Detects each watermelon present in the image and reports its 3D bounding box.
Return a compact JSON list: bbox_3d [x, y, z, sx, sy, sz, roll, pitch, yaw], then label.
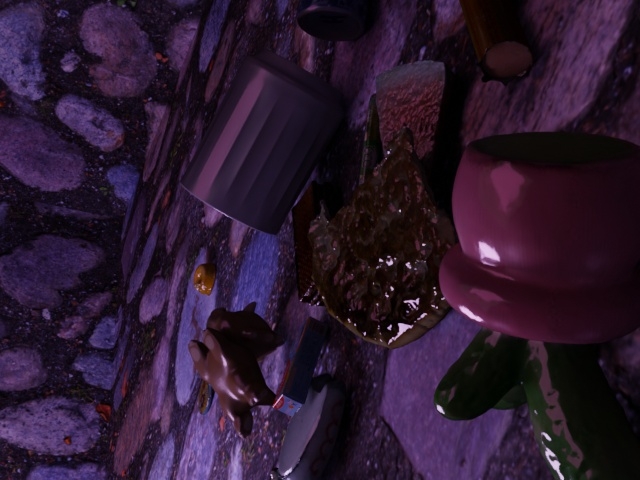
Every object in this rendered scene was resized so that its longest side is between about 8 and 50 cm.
[{"bbox_3d":[0.159,-0.161,1.270,0.154,0.094,0.241,-10,71,56],"label":"watermelon"}]

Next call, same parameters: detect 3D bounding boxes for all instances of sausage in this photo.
[{"bbox_3d":[0.237,-0.380,1.192,0.082,0.082,0.371,126,149,-43],"label":"sausage"},{"bbox_3d":[0.093,-0.155,1.465,0.033,0.033,0.269,161,119,-64],"label":"sausage"}]

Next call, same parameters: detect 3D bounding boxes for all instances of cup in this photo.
[{"bbox_3d":[-0.098,-0.202,1.686,0.237,0.323,0.327,31,96,20],"label":"cup"}]

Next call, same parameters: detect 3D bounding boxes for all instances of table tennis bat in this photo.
[{"bbox_3d":[-0.300,0.398,2.115,0.100,0.019,0.155,-104,32,-49],"label":"table tennis bat"}]

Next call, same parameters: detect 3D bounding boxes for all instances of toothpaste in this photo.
[{"bbox_3d":[-0.039,0.236,1.469,0.070,0.044,0.193,-56,9,42],"label":"toothpaste"}]

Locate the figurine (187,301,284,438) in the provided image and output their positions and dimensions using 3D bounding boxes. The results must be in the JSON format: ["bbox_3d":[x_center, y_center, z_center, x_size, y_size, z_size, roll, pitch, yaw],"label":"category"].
[{"bbox_3d":[-0.155,0.253,1.683,0.247,0.173,0.177,46,130,27],"label":"figurine"}]

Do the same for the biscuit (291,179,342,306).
[{"bbox_3d":[0.000,0.000,1.554,0.106,0.070,0.252,-52,33,44],"label":"biscuit"}]

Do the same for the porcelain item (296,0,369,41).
[{"bbox_3d":[0.029,-0.495,1.646,0.147,0.147,0.114,165,115,-65],"label":"porcelain item"}]

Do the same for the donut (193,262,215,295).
[{"bbox_3d":[-0.342,0.110,2.339,0.108,0.043,0.097,7,85,63],"label":"donut"}]

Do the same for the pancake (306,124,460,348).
[{"bbox_3d":[0.097,0.021,1.258,0.427,0.067,0.305,-41,54,56],"label":"pancake"}]

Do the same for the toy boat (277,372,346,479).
[{"bbox_3d":[-0.004,0.341,1.403,0.134,0.079,0.207,-2,66,69],"label":"toy boat"}]

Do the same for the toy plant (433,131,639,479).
[{"bbox_3d":[0.234,0.075,0.801,0.317,0.210,0.356,-139,51,-63],"label":"toy plant"}]

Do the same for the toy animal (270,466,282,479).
[{"bbox_3d":[-0.051,0.492,1.353,0.217,0.176,0.073,43,102,29],"label":"toy animal"}]
